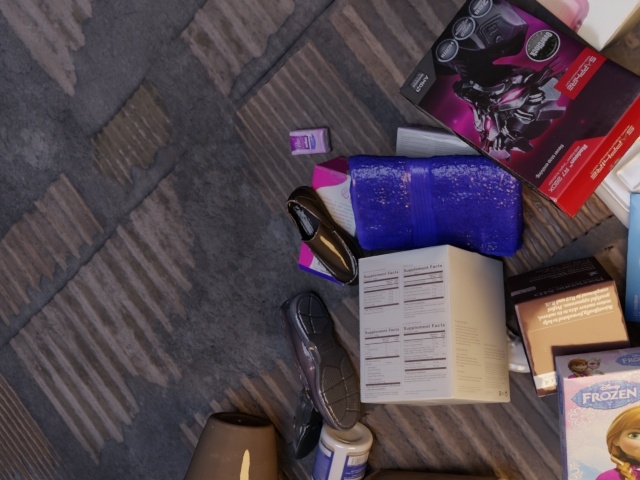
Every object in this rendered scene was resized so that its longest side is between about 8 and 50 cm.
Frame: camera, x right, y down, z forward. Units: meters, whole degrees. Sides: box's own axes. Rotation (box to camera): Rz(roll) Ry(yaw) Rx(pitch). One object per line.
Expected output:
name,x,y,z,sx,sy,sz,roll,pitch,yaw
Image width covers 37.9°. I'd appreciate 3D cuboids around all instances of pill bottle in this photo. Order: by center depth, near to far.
pill bottle,0.041,0.487,1.998,0.112,0.112,0.186,22,114,22

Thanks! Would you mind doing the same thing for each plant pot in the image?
plant pot,-0.191,0.512,2.083,0.263,0.263,0.229,9,90,27

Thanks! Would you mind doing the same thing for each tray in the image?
tray,0.570,-0.149,1.555,0.145,0.030,0.270,50,122,9

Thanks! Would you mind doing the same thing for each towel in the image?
towel,0.208,-0.056,1.673,0.308,0.076,0.227,0,138,14

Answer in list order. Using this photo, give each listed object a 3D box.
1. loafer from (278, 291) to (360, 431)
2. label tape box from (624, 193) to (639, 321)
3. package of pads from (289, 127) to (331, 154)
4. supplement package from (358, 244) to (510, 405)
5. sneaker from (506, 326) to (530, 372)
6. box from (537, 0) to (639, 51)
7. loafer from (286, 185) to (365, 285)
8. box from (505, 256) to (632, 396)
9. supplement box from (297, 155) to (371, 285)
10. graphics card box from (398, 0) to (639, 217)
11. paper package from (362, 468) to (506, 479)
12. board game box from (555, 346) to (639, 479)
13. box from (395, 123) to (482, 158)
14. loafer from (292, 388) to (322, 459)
loafer,-0.005,0.259,1.975,0.095,0.109,0.302,-22,87,51
label tape box,0.663,0.058,1.502,0.334,0.106,0.240,4,108,23
package of pads,-0.020,-0.200,1.872,0.083,0.032,0.050,-1,102,30
supplement package,0.205,0.162,1.688,0.198,0.199,0.262,-11,74,38
sneaker,0.329,0.174,1.763,0.212,0.080,0.094,25,110,23
box,0.414,-0.427,1.488,0.232,0.149,0.127,44,121,12
loafer,0.000,0.000,1.760,0.080,0.078,0.220,-42,82,31
box,0.425,0.142,1.598,0.169,0.203,0.167,-15,98,9
supplement box,0.043,-0.042,1.837,0.111,0.114,0.220,21,115,24
graphics card box,0.333,-0.235,1.522,0.232,0.094,0.371,-53,55,8
paper package,0.234,0.632,1.860,0.325,0.168,0.309,-11,98,45
board game box,0.552,0.314,1.511,0.319,0.066,0.318,-8,118,5
box,0.296,-0.157,1.687,0.324,0.063,0.067,11,109,26
loafer,-0.033,0.404,2.054,0.061,0.062,0.170,37,118,41
